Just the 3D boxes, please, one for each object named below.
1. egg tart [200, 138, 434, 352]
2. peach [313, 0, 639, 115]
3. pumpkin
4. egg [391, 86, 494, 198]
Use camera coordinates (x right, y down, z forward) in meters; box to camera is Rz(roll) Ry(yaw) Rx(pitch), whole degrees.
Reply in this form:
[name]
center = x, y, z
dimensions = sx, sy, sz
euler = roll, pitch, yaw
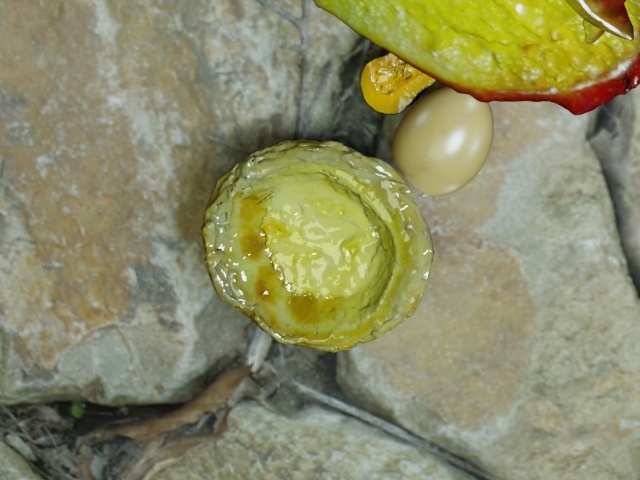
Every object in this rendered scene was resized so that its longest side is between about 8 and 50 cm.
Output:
[egg tart]
center = -0.001, -0.001, 1.513
dimensions = 0.213, 0.090, 0.212
euler = 7, 118, 13
[peach]
center = 0.124, -0.300, 1.194
dimensions = 0.406, 0.310, 0.335
euler = 37, 157, -8
[pumpkin]
center = 0.073, -0.142, 1.456
dimensions = 0.083, 0.028, 0.050
euler = -32, 90, 32
[egg]
center = 0.106, -0.086, 1.443
dimensions = 0.080, 0.080, 0.096
euler = 42, 115, -4
